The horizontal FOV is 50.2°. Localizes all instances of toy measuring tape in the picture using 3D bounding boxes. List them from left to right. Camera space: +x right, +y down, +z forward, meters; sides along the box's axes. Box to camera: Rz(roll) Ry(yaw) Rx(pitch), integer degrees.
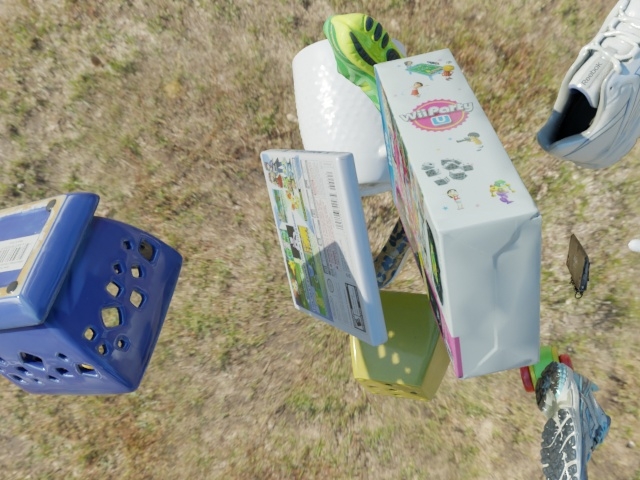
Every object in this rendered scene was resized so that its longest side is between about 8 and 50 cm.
[{"bbox_3d":[0.511,0.274,1.541,0.122,0.330,0.121,4,102,17],"label":"toy measuring tape"}]

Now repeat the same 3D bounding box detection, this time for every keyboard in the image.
[{"bbox_3d":[0.538,0.055,1.403,0.038,0.192,0.100,8,107,11],"label":"keyboard"}]

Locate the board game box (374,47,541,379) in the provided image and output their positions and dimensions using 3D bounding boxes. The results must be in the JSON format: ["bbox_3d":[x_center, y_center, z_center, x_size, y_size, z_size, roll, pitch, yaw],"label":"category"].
[{"bbox_3d":[0.145,-0.037,0.755,0.098,0.223,0.303,-13,42,3],"label":"board game box"}]

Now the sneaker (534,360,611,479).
[{"bbox_3d":[0.482,0.349,1.259,0.122,0.110,0.283,20,42,-3],"label":"sneaker"}]

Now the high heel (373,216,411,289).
[{"bbox_3d":[0.114,0.004,1.355,0.262,0.093,0.186,-8,100,21],"label":"high heel"}]

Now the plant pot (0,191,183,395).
[{"bbox_3d":[-0.372,0.072,0.975,0.236,0.212,0.235,-8,51,29],"label":"plant pot"}]

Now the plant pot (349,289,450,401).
[{"bbox_3d":[0.172,0.234,1.478,0.212,0.212,0.187,5,66,22],"label":"plant pot"}]

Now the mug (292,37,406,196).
[{"bbox_3d":[0.108,-0.286,1.583,0.277,0.374,0.327,-2,82,-30],"label":"mug"}]

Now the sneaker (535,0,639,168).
[{"bbox_3d":[0.357,-0.209,0.786,0.111,0.129,0.297,43,126,36],"label":"sneaker"}]

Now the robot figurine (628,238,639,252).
[{"bbox_3d":[0.354,0.073,0.369,0.354,0.300,0.199,37,121,29],"label":"robot figurine"}]

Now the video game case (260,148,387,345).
[{"bbox_3d":[0.000,0.000,1.227,0.036,0.300,0.328,-19,107,-25],"label":"video game case"}]

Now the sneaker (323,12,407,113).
[{"bbox_3d":[0.107,-0.323,1.289,0.109,0.295,0.123,-46,46,-3],"label":"sneaker"}]
